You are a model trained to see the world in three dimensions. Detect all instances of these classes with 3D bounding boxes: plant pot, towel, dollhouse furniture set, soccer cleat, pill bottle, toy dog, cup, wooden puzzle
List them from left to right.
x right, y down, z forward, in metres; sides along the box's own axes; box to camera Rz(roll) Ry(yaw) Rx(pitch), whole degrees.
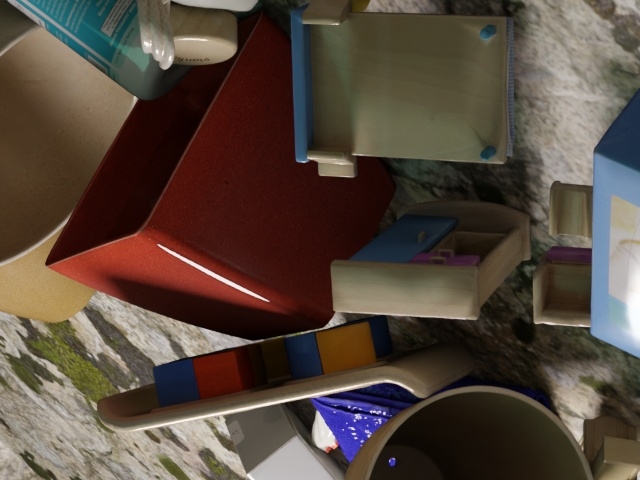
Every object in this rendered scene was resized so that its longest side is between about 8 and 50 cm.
[{"bbox_3d":[-0.396,-0.165,1.860,0.237,0.331,0.331,35,154,23],"label":"cup"},{"bbox_3d":[-0.424,0.005,2.297,0.237,0.237,0.254,16,159,40],"label":"plant pot"},{"bbox_3d":[-0.231,-0.268,1.663,0.264,0.146,0.146,37,154,6],"label":"pill bottle"},{"bbox_3d":[-0.077,-0.263,1.441,0.334,0.160,0.220,-123,29,-82],"label":"toy dog"},{"bbox_3d":[-0.086,-0.036,1.736,0.235,0.267,0.267,36,157,-21],"label":"plant pot"},{"bbox_3d":[-0.029,0.136,1.810,0.347,0.081,0.322,-8,179,15],"label":"wooden puzzle"},{"bbox_3d":[0.022,0.213,2.187,0.076,0.068,0.196,43,147,6],"label":"soccer cleat"},{"bbox_3d":[0.123,0.285,1.812,0.256,0.256,0.274,44,165,-9],"label":"plant pot"},{"bbox_3d":[0.143,0.241,1.996,0.308,0.076,0.228,9,140,32],"label":"towel"},{"bbox_3d":[0.144,-0.101,1.523,0.286,0.198,0.303,3,108,21],"label":"dollhouse furniture set"},{"bbox_3d":[0.357,0.247,1.800,0.160,0.101,0.182,9,143,-3],"label":"dollhouse furniture set"}]

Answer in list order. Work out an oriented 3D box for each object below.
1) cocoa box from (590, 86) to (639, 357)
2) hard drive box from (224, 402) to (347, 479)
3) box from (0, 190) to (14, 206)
[{"bbox_3d":[0.389,0.000,1.164,0.347,0.228,0.231,27,151,26],"label":"cocoa box"},{"bbox_3d":[-0.017,0.337,2.319,0.232,0.089,0.181,52,-179,-21],"label":"hard drive box"},{"bbox_3d":[-0.359,-0.101,2.056,0.164,0.201,0.021,40,125,3],"label":"box"}]
